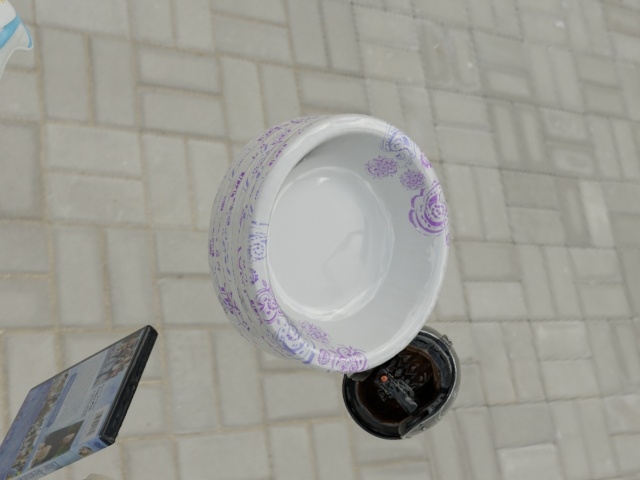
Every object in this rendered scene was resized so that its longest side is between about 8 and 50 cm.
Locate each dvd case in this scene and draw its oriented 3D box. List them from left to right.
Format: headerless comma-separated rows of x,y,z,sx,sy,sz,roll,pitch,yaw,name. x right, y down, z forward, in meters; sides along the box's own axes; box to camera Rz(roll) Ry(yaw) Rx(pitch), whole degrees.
-0.316,0.217,1.207,0.022,0.253,0.180,46,34,-24,dvd case

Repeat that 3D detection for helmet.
0.114,0.197,1.355,0.169,0.161,0.169,1,77,-3,helmet

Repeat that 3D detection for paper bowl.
0.000,0.000,1.096,0.284,0.148,0.284,-4,96,-36,paper bowl

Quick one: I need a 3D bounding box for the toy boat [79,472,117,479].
-0.300,0.440,1.147,0.148,0.267,0.318,4,68,-3,toy boat

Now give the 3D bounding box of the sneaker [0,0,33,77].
-0.308,-0.099,0.735,0.092,0.087,0.229,43,74,-44,sneaker
